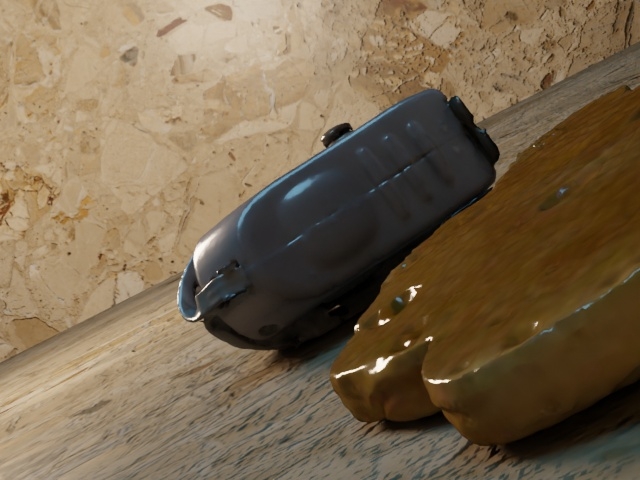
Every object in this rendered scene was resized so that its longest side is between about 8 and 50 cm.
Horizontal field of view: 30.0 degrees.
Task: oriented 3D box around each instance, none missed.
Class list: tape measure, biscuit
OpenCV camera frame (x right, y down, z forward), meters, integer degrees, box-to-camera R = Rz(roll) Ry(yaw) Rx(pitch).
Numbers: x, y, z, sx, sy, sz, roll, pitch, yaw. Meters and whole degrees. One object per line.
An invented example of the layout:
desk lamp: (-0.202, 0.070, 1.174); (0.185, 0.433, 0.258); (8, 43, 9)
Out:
tape measure: (0.000, 0.000, 0.874); (0.236, 0.120, 0.197); (-33, -6, -11)
biscuit: (0.125, -0.009, 0.550); (0.269, 0.051, 0.376); (-34, 7, 17)
